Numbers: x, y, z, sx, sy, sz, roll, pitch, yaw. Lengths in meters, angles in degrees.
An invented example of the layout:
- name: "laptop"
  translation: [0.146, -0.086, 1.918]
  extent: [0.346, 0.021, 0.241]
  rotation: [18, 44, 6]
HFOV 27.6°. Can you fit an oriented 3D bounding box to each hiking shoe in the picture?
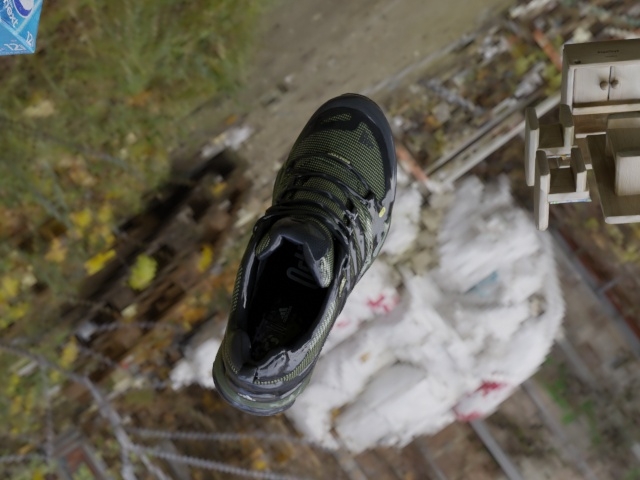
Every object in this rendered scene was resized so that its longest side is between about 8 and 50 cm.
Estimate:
- name: "hiking shoe"
  translation: [0.000, 0.000, 0.831]
  extent: [0.114, 0.086, 0.227]
  rotation: [115, -6, -73]

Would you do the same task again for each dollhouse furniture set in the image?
- name: "dollhouse furniture set"
  translation: [0.338, -0.091, 1.476]
  extent: [0.212, 0.242, 0.161]
  rotation: [-4, 133, 3]

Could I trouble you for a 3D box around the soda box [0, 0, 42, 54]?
- name: "soda box"
  translation: [-0.349, -0.199, 1.119]
  extent: [0.210, 0.067, 0.071]
  rotation: [-1, 161, 17]
